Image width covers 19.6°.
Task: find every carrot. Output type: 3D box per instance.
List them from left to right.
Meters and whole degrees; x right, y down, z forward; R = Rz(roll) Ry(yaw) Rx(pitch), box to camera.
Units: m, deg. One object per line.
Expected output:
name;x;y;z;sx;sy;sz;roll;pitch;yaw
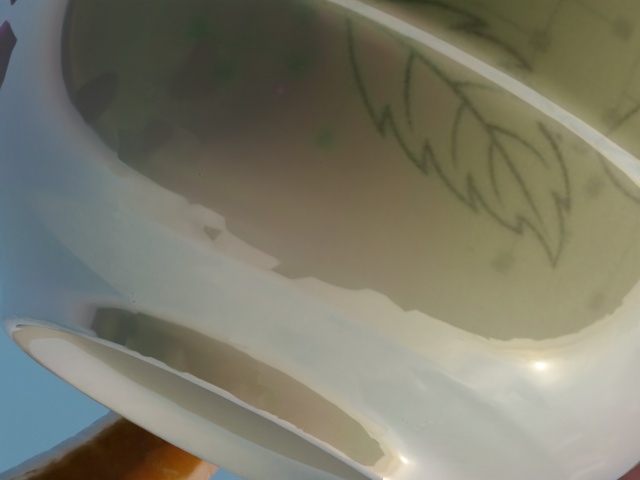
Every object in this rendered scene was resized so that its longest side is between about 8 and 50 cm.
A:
carrot;-0.073;0.085;0.749;0.271;0.066;0.062;-33;-66;-23

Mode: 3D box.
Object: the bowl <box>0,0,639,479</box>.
bowl;0.000;0.000;0.596;0.287;0.287;0.143;25;-104;4

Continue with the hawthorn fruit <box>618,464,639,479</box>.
hawthorn fruit;0.246;0.024;0.838;0.265;0.307;0.265;6;-109;-19
